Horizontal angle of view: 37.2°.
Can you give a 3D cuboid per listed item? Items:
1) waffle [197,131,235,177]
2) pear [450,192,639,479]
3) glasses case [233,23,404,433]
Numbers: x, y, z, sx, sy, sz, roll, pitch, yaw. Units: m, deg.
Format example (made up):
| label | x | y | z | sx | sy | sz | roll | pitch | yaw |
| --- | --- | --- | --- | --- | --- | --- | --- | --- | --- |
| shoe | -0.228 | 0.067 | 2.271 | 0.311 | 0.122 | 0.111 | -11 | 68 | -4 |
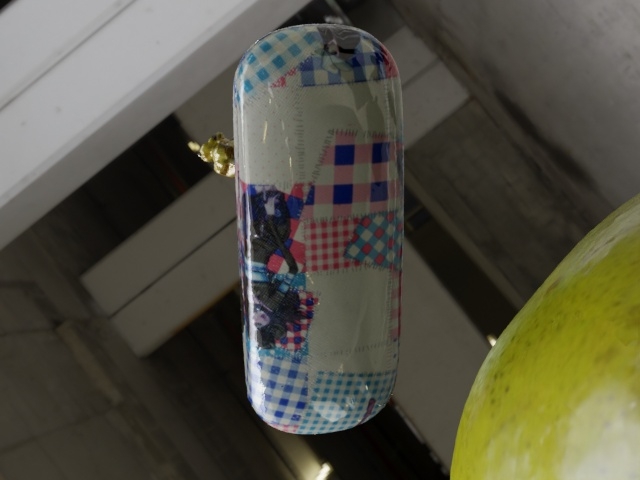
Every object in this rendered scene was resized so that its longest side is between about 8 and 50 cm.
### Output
| label | x | y | z | sx | sy | sz | roll | pitch | yaw |
| --- | --- | --- | --- | --- | --- | --- | --- | --- | --- |
| waffle | -0.027 | -0.086 | 0.940 | 0.192 | 0.046 | 0.160 | 9 | -149 | -20 |
| pear | 0.198 | 0.094 | 0.385 | 0.294 | 0.294 | 0.294 | 52 | -176 | -5 |
| glasses case | 0.000 | 0.000 | 0.734 | 0.076 | 0.125 | 0.327 | -124 | 31 | -67 |
